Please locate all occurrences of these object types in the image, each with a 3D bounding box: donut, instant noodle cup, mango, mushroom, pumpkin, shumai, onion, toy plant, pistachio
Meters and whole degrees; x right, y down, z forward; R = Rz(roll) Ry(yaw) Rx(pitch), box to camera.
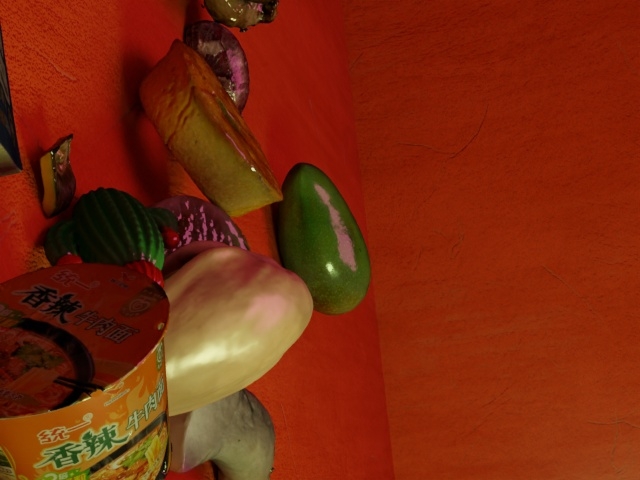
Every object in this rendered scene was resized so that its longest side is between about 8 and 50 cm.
[{"bbox_3d":[-0.178,-0.168,1.397,0.302,0.110,0.303,57,5,-7],"label":"donut"},{"bbox_3d":[-0.246,0.156,0.857,0.230,0.230,0.182,-79,166,-57],"label":"instant noodle cup"},{"bbox_3d":[0.000,0.000,2.039,0.225,0.201,0.381,-52,130,-59],"label":"mango"},{"bbox_3d":[-0.162,-0.524,1.625,0.263,0.195,0.283,39,-12,35],"label":"mushroom"},{"bbox_3d":[-0.322,-0.080,1.061,0.073,0.035,0.101,-85,-177,-59],"label":"pumpkin"},{"bbox_3d":[-0.149,0.306,1.357,0.397,0.126,0.177,59,35,-60],"label":"mushroom"},{"bbox_3d":[-0.209,0.027,1.319,0.120,0.201,0.201,-12,-94,62],"label":"shumai"},{"bbox_3d":[-0.185,-0.321,1.678,0.151,0.098,0.205,-58,137,-69],"label":"onion"},{"bbox_3d":[-0.252,0.008,1.057,0.240,0.155,0.088,-89,-169,-62],"label":"toy plant"},{"bbox_3d":[-0.157,0.116,1.126,0.193,0.318,0.213,18,-48,54],"label":"pistachio"}]

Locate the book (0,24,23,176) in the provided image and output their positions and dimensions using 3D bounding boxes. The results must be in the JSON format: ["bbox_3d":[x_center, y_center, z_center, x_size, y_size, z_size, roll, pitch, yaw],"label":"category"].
[{"bbox_3d":[-0.342,-0.286,0.831,0.300,0.039,0.427,167,-85,-76],"label":"book"}]

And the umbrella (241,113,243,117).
[{"bbox_3d":[-0.178,-0.282,1.850,0.027,0.025,0.165,-111,-175,-56],"label":"umbrella"}]
